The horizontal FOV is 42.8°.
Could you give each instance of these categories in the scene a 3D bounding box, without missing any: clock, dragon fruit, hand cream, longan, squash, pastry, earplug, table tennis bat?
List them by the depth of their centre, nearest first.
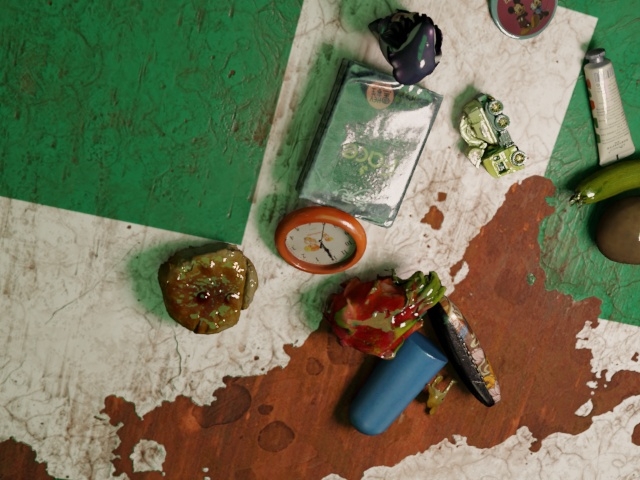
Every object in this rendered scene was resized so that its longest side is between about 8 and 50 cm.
[{"bbox_3d":[0.418,-0.548,1.760,0.153,0.040,0.244,-37,115,3],"label":"table tennis bat"},{"bbox_3d":[-0.251,0.100,1.802,0.229,0.100,0.218,24,101,-18],"label":"pastry"},{"bbox_3d":[0.000,0.000,1.806,0.205,0.051,0.205,3,138,3],"label":"clock"},{"bbox_3d":[0.137,0.143,1.861,0.200,0.198,0.269,42,91,24],"label":"dragon fruit"},{"bbox_3d":[0.656,-0.304,1.873,0.095,0.059,0.276,-24,115,-4],"label":"hand cream"},{"bbox_3d":[0.717,-0.146,1.920,0.319,0.071,0.080,-14,101,-9],"label":"squash"},{"bbox_3d":[0.743,-0.015,1.928,0.185,0.159,0.204,-16,140,6],"label":"longan"},{"bbox_3d":[0.170,0.350,1.952,0.132,0.132,0.273,32,103,-18],"label":"earplug"}]

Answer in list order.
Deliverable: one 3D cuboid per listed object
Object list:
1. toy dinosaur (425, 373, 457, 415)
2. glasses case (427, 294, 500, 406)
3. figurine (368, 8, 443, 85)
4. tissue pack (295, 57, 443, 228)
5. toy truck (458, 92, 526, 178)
[{"bbox_3d":[0.268,0.385,1.982,0.162,0.039,0.126,-1,122,-55],"label":"toy dinosaur"},{"bbox_3d":[0.341,0.261,1.953,0.082,0.122,0.321,-30,110,1],"label":"glasses case"},{"bbox_3d":[0.175,-0.397,1.664,0.146,0.222,0.145,-3,112,-6],"label":"figurine"},{"bbox_3d":[0.102,-0.208,1.769,0.228,0.103,0.315,18,103,-14],"label":"tissue pack"},{"bbox_3d":[0.372,-0.228,1.825,0.116,0.085,0.191,-27,107,8],"label":"toy truck"}]
